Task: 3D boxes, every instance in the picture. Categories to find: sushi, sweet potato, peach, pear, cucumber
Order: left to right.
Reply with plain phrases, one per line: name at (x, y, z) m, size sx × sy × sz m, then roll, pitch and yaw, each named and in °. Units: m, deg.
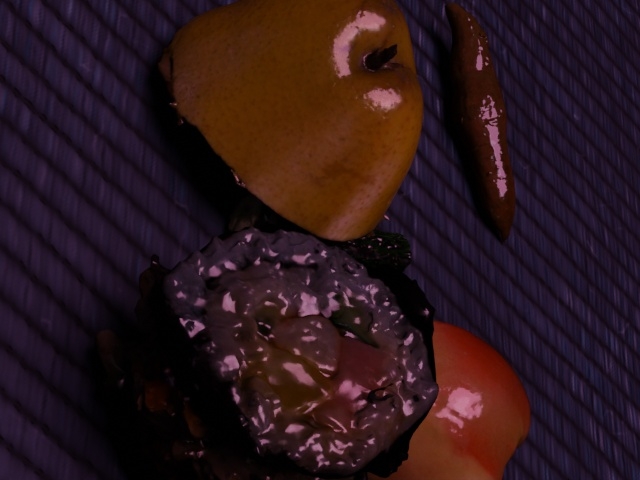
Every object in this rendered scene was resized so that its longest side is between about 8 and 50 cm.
sushi at (-0.045, 0.122, 1.008) m, size 0.225 × 0.219 × 0.238 m, roll 5°, pitch 43°, yaw -28°
cucumber at (0.000, 0.001, 1.215) m, size 0.187 × 0.058 × 0.058 m, roll 16°, pitch 60°, yaw -36°
pear at (0.010, -0.148, 1.179) m, size 0.267 × 0.178 × 0.267 m, roll 31°, pitch 34°, yaw -24°
peach at (0.090, 0.157, 1.142) m, size 0.184 × 0.184 × 0.184 m, roll 19°, pitch 58°, yaw -35°
sweet potato at (0.176, -0.131, 1.434) m, size 0.067 × 0.067 × 0.274 m, roll 0°, pitch 77°, yaw -42°
